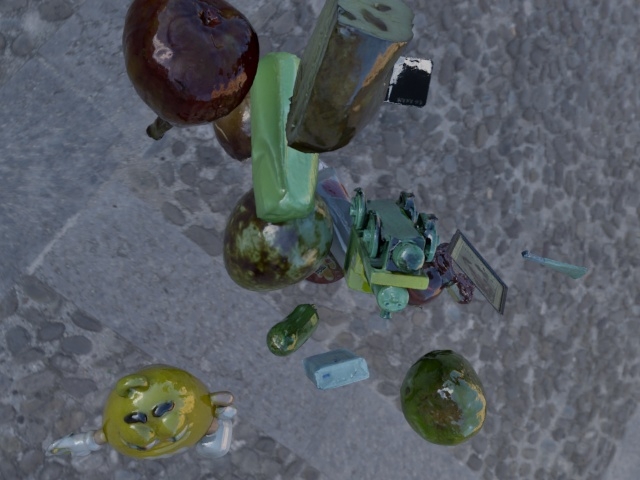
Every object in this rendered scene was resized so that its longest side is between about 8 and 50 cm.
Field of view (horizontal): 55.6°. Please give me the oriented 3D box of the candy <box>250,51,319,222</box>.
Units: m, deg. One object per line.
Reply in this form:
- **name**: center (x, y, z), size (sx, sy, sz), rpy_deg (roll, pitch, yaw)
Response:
- **candy**: center (-0.082, -0.207, 1.226), size (0.132, 0.142, 0.343), rpy_deg (28, 55, -65)

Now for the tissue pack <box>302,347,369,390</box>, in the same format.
- **tissue pack**: center (0.046, 0.433, 2.071), size (0.177, 0.263, 0.089), rpy_deg (-13, 88, -11)

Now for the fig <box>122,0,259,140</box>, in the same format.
- **fig**: center (-0.186, -0.240, 0.870), size (0.190, 0.290, 0.191), rpy_deg (1, 83, -9)

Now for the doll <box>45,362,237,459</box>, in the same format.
- **doll**: center (-0.328, 0.368, 1.220), size (0.423, 0.348, 0.161), rpy_deg (27, 37, -53)

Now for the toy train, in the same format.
- **toy train**: center (0.134, 0.030, 1.244), size (0.150, 0.369, 0.237), rpy_deg (7, 106, -5)

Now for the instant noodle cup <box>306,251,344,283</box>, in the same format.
- **instant noodle cup**: center (0.000, 0.000, 1.975), size (0.091, 0.274, 0.274), rpy_deg (-45, 121, -60)

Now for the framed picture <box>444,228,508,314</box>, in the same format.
- **framed picture**: center (0.372, 0.071, 1.430), size (0.195, 0.010, 0.199), rpy_deg (50, 26, 0)

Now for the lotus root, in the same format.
- **lotus root**: center (0.041, -0.255, 0.978), size (0.149, 0.267, 0.260), rpy_deg (16, 127, -10)

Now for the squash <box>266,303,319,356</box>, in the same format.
- **squash**: center (-0.055, 0.186, 1.265), size (0.219, 0.068, 0.077), rpy_deg (-37, 127, -67)

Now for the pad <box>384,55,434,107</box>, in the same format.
- **pad**: center (0.177, -0.373, 1.408), size (0.003, 0.157, 0.112), rpy_deg (-21, 122, -74)

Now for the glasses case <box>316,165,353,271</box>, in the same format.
- **glasses case**: center (0.053, -0.050, 1.549), size (0.128, 0.083, 0.308), rpy_deg (-31, 89, -13)

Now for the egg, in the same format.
- **egg**: center (-0.106, -0.006, 1.389), size (0.289, 0.238, 0.238), rpy_deg (-40, 122, 22)

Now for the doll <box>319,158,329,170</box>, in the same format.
- **doll**: center (-0.032, -0.249, 1.984), size (0.127, 0.073, 0.084), rpy_deg (-16, 115, -25)

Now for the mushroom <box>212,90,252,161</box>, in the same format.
- **mushroom**: center (-0.210, -0.334, 1.848), size (0.208, 0.302, 0.233), rpy_deg (-32, 71, -2)

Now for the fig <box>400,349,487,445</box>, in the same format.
- **fig**: center (0.222, 0.285, 1.143), size (0.167, 0.233, 0.167), rpy_deg (-1, 95, -7)

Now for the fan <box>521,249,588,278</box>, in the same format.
- **fan**: center (0.497, 0.049, 1.290), size (0.193, 0.038, 0.016), rpy_deg (16, 50, -30)

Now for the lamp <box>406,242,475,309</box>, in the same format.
- **lamp**: center (0.308, 0.120, 1.745), size (0.215, 0.223, 0.151), rpy_deg (52, 49, -13)
